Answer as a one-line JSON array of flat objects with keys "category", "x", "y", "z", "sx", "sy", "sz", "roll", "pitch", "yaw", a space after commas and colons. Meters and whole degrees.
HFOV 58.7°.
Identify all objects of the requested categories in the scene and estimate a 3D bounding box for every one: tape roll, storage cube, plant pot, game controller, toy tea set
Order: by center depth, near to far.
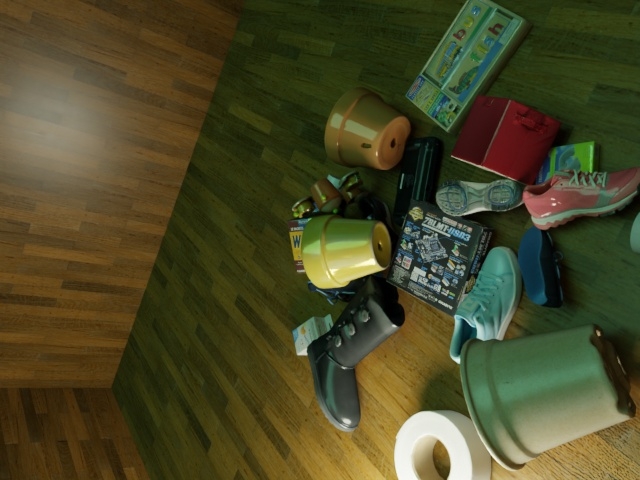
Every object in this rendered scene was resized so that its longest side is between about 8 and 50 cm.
[{"category": "plant pot", "x": 0.555, "y": 0.352, "z": 1.367, "sx": 0.306, "sy": 0.334, "sz": 0.333, "roll": -27, "pitch": 60, "yaw": 31}, {"category": "storage cube", "x": 0.520, "y": -0.285, "z": 1.612, "sx": 0.193, "sy": 0.184, "sz": 0.215, "roll": -68, "pitch": 20, "yaw": 12}, {"category": "tape roll", "x": 0.354, "y": 0.646, "z": 1.674, "sx": 0.286, "sy": 0.100, "sz": 0.285, "roll": -16, "pitch": 69, "yaw": 48}, {"category": "plant pot", "x": 0.100, "y": 0.029, "z": 1.912, "sx": 0.239, "sy": 0.254, "sz": 0.253, "roll": -7, "pitch": 74, "yaw": 30}, {"category": "game controller", "x": 0.330, "y": -0.203, "z": 1.971, "sx": 0.166, "sy": 0.067, "sz": 0.318, "roll": 5, "pitch": 84, "yaw": 65}, {"category": "plant pot", "x": 0.184, "y": -0.379, "z": 2.031, "sx": 0.204, "sy": 0.291, "sz": 0.290, "roll": 28, "pitch": 103, "yaw": 34}, {"category": "toy tea set", "x": 0.069, "y": -0.144, "z": 2.053, "sx": 0.124, "sy": 0.336, "sz": 0.200, "roll": 58, "pitch": 139, "yaw": 14}]

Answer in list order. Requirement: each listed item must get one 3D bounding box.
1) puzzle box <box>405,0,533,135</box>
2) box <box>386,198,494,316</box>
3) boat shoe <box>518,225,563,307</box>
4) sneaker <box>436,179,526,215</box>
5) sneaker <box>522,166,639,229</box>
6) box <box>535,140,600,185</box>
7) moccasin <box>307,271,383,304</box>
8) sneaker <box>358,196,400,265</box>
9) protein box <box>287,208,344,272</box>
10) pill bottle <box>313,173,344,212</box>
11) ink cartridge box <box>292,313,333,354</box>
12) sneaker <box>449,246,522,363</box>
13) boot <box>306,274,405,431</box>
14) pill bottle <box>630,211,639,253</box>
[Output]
[{"category": "puzzle box", "x": 0.476, "y": -0.589, "z": 1.888, "sx": 0.408, "sy": 0.052, "sz": 0.272, "roll": -58, "pitch": 42, "yaw": 23}, {"category": "box", "x": 0.367, "y": 0.049, "z": 1.794, "sx": 0.296, "sy": 0.073, "sz": 0.293, "roll": 28, "pitch": 107, "yaw": 45}, {"category": "boat shoe", "x": 0.594, "y": 0.077, "z": 1.533, "sx": 0.109, "sy": 0.089, "sz": 0.258, "roll": -47, "pitch": 24, "yaw": 51}, {"category": "sneaker", "x": 0.481, "y": -0.125, "z": 1.694, "sx": 0.297, "sy": 0.129, "sz": 0.110, "roll": 7, "pitch": 96, "yaw": 45}, {"category": "sneaker", "x": 0.658, "y": -0.128, "z": 1.448, "sx": 0.314, "sy": 0.136, "sz": 0.116, "roll": -24, "pitch": 22, "yaw": 45}, {"category": "box", "x": 0.668, "y": -0.205, "z": 1.562, "sx": 0.178, "sy": 0.043, "sz": 0.108, "roll": -3, "pitch": 78, "yaw": 49}, {"category": "moccasin", "x": 0.083, "y": 0.178, "z": 2.096, "sx": 0.342, "sy": 0.138, "sz": 0.116, "roll": -9, "pitch": 98, "yaw": 48}, {"category": "sneaker", "x": 0.201, "y": -0.032, "z": 2.006, "sx": 0.107, "sy": 0.124, "sz": 0.283, "roll": -38, "pitch": 53, "yaw": 25}, {"category": "protein box", "x": 0.000, "y": 0.000, "z": 2.125, "sx": 0.136, "sy": 0.200, "sz": 0.201, "roll": -5, "pitch": 99, "yaw": 30}, {"category": "pill bottle", "x": 0.036, "y": -0.162, "z": 2.262, "sx": 0.112, "sy": 0.112, "sz": 0.186, "roll": 39, "pitch": 111, "yaw": 48}, {"category": "ink cartridge box", "x": -0.027, "y": 0.369, "z": 2.239, "sx": 0.181, "sy": 0.062, "sz": 0.104, "roll": -40, "pitch": 52, "yaw": 37}, {"category": "sneaker", "x": 0.464, "y": 0.189, "z": 1.620, "sx": 0.135, "sy": 0.150, "sz": 0.365, "roll": 13, "pitch": 90, "yaw": 50}, {"category": "boot", "x": 0.146, "y": 0.388, "z": 1.943, "sx": 0.445, "sy": 0.146, "sz": 0.366, "roll": -48, "pitch": 51, "yaw": 32}, {"category": "pill bottle", "x": 0.831, "y": 0.004, "z": 1.222, "sx": 0.272, "sy": 0.152, "sz": 0.152, "roll": 21, "pitch": 97, "yaw": 51}]
